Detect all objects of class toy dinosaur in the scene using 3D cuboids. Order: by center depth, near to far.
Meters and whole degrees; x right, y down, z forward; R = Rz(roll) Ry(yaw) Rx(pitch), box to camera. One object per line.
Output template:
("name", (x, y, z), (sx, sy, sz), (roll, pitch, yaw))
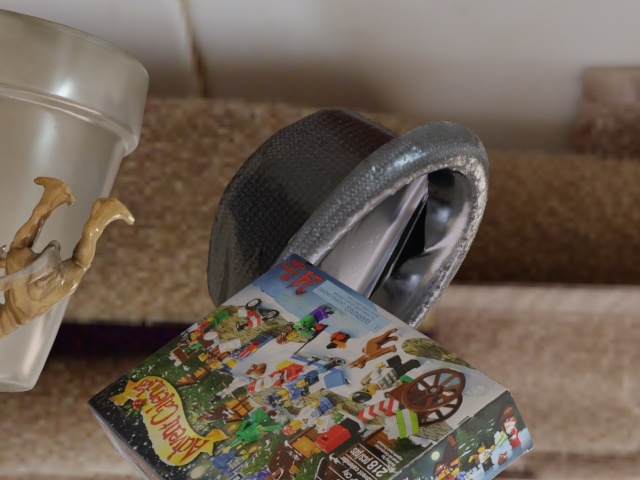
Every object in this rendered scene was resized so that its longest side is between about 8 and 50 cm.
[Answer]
("toy dinosaur", (-0.156, 0.017, 0.962), (0.112, 0.064, 0.211), (-64, -172, -21))

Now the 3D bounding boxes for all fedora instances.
("fedora", (0.000, 0.000, 1.567), (0.334, 0.152, 0.334), (-33, 149, -23))

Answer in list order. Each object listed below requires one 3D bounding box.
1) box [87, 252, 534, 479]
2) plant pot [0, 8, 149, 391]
("box", (-0.014, 0.101, 0.941), (0.159, 0.233, 0.044), (-35, 121, -16))
("plant pot", (-0.315, -0.022, 1.416), (0.323, 0.323, 0.280), (30, 62, -70))
